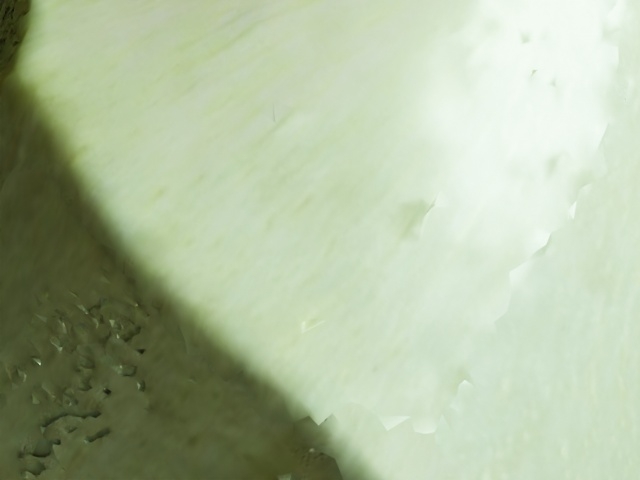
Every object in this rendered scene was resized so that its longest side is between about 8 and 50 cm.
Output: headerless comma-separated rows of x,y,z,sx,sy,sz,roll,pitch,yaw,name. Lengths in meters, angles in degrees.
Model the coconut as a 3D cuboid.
0.000,0.000,0.627,0.352,0.352,0.353,-14,115,-34,coconut
